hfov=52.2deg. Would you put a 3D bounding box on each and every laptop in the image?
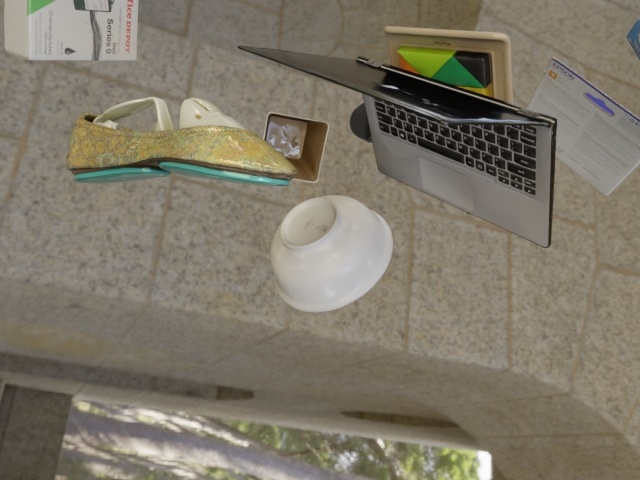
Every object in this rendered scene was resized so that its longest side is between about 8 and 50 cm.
[{"bbox_3d":[0.131,-0.137,1.011,0.382,0.236,0.408,31,-28,38],"label":"laptop"}]

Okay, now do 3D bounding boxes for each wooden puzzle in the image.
[{"bbox_3d":[0.216,-0.245,1.099,0.220,0.239,0.044,17,-126,35],"label":"wooden puzzle"}]

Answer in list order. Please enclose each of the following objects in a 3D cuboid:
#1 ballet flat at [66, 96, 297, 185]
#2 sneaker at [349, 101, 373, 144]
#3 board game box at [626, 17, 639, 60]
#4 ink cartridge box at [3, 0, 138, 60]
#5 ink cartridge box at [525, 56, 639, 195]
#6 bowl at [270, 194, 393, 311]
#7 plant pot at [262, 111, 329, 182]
[{"bbox_3d":[-0.191,-0.130,0.851,0.348,0.123,0.123,3,-102,26],"label":"ballet flat"},{"bbox_3d":[0.199,-0.275,1.441,0.127,0.321,0.126,-2,94,-65],"label":"sneaker"},{"bbox_3d":[0.458,-0.188,0.684,0.039,0.211,0.160,84,-11,-69],"label":"board game box"},{"bbox_3d":[-0.584,-0.543,1.553,0.121,0.289,0.211,25,-63,33],"label":"ink cartridge box"},{"bbox_3d":[0.475,-0.207,1.159,0.045,0.223,0.224,-43,164,-15],"label":"ink cartridge box"},{"bbox_3d":[0.000,0.000,1.445,0.297,0.134,0.298,-17,-135,18],"label":"bowl"},{"bbox_3d":[-0.056,-0.172,1.160,0.096,0.108,0.109,-122,-139,-68],"label":"plant pot"}]
